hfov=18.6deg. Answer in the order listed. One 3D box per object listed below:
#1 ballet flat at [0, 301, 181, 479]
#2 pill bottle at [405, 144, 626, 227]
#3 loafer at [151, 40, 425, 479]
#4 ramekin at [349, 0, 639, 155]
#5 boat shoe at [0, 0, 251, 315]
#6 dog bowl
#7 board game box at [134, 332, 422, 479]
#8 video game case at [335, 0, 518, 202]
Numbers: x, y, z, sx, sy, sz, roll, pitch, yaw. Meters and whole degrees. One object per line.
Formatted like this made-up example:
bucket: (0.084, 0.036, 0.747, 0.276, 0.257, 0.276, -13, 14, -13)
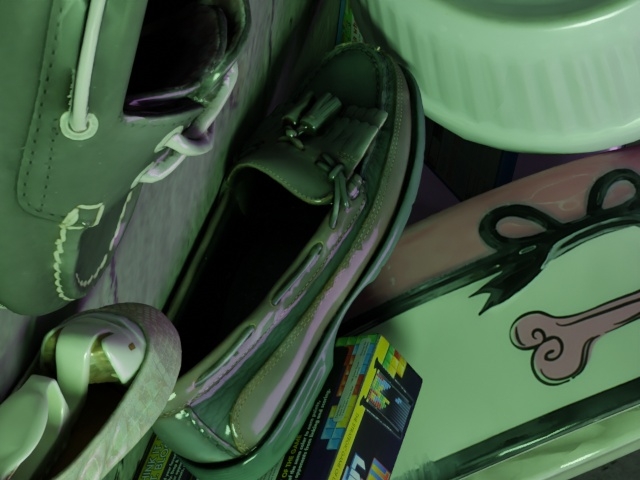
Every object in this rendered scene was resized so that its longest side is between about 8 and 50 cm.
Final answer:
ballet flat: (-0.096, 0.064, 0.752, 0.168, 0.057, 0.052, -64, 159, -51)
pill bottle: (0.146, -0.115, 1.539, 0.361, 0.204, 0.204, -50, 156, -71)
loafer: (-0.019, -0.004, 1.029, 0.084, 0.096, 0.267, 47, 54, -43)
ramekin: (0.133, -0.195, 1.100, 0.127, 0.273, 0.272, 49, 58, -69)
boat shoe: (-0.051, -0.090, 0.558, 0.112, 0.096, 0.335, -66, 169, -45)
dog bowl: (0.123, 0.075, 1.240, 0.408, 0.408, 0.150, 70, -3, -78)
board game box: (-0.036, 0.135, 1.029, 0.048, 0.141, 0.170, 47, 51, -34)
video game case: (0.066, -0.100, 1.227, 0.015, 0.166, 0.119, -28, 150, -24)
